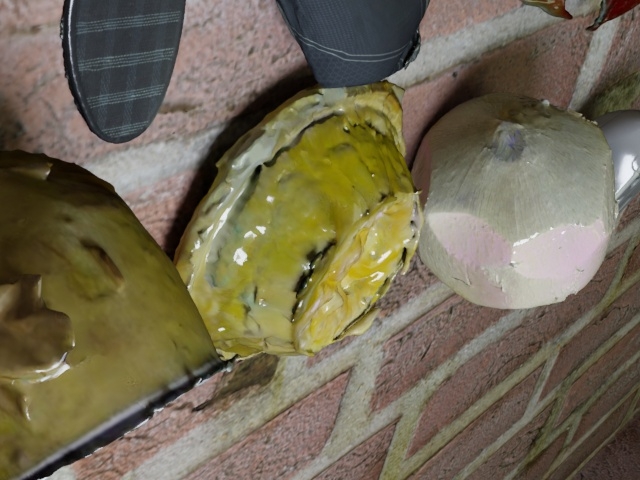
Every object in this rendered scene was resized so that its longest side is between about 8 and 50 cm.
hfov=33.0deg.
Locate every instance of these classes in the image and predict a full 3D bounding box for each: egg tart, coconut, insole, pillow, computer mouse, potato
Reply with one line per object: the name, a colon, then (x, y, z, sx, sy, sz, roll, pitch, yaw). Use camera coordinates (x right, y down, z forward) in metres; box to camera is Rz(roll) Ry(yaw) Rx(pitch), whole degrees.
egg tart: (0.000, 0.000, 0.977, 0.315, 0.120, 0.315, -41, 152, -28)
coconut: (0.209, -0.046, 1.159, 0.227, 0.227, 0.230, -47, 157, -18)
insole: (-0.113, -0.197, 0.695, 0.110, 0.012, 0.309, -21, 137, -47)
pillow: (0.028, -0.230, 0.802, 0.161, 0.093, 0.335, -52, 154, -17)
computer mouse: (0.357, -0.069, 1.495, 0.297, 0.121, 0.184, -50, 165, 20)
potato: (-0.218, 0.071, 0.647, 0.300, 0.196, 0.246, -35, 174, 19)

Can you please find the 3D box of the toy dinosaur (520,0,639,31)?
toy dinosaur: (0.314, -0.331, 1.183, 0.327, 0.112, 0.206, -4, 149, -45)
